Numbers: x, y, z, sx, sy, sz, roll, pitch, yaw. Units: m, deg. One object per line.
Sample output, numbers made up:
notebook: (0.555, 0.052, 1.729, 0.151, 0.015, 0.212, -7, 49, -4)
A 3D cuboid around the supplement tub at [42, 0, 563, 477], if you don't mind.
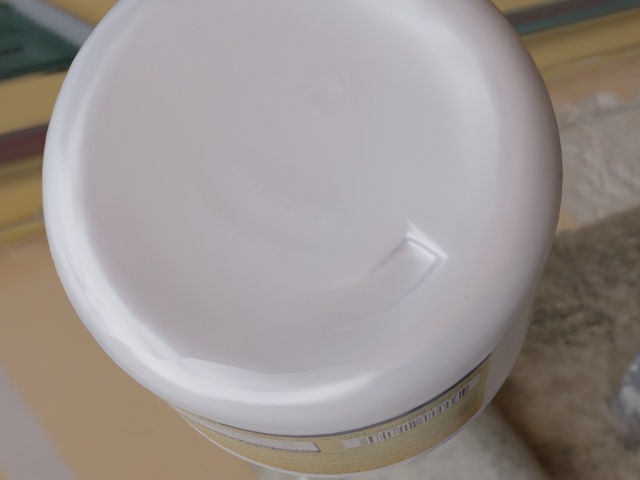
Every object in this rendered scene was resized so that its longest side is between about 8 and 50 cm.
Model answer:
supplement tub: (0.000, 0.000, 0.861, 0.316, 0.228, 0.228, 74, 172, -76)
